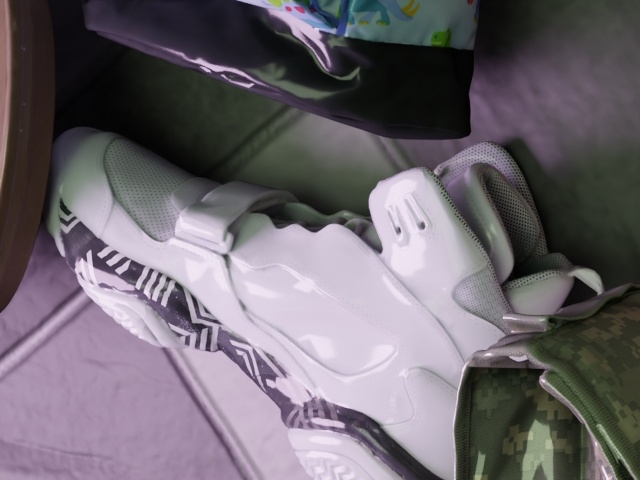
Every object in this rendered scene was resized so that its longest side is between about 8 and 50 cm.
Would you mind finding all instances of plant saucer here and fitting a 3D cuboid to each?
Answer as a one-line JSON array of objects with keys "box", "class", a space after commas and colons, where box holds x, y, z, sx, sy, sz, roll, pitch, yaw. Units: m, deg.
[{"box": [-0.227, -0.067, 1.210, 0.278, 0.041, 0.278, -174, 90, -67], "class": "plant saucer"}]

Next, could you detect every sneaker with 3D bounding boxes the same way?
[{"box": [0.000, 0.000, 1.113, 0.366, 0.137, 0.210, 40, 115, 14], "class": "sneaker"}]

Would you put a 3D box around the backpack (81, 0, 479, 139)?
[{"box": [-0.025, -0.267, 1.028, 0.290, 0.273, 0.356, 25, 99, 46], "class": "backpack"}]

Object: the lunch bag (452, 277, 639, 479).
[{"box": [0.184, 0.161, 0.966, 0.169, 0.235, 0.287, -6, 96, 37], "class": "lunch bag"}]
